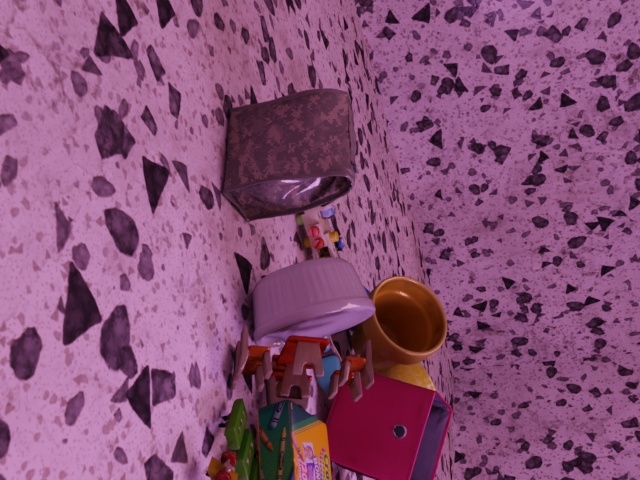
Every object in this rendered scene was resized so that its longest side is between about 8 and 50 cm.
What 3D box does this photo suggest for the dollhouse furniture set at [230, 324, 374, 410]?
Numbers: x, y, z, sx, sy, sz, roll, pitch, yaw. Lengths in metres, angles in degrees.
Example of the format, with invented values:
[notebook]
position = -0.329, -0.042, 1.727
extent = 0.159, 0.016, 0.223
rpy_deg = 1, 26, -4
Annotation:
[dollhouse furniture set]
position = -0.050, 0.253, 1.375
extent = 0.259, 0.262, 0.135
rpy_deg = 115, -21, -55

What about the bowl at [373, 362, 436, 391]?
[bowl]
position = 0.234, 0.508, 2.193
extent = 0.156, 0.289, 0.290
rpy_deg = -20, 105, -29

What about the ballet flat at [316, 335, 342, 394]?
[ballet flat]
position = 0.013, 0.298, 1.798
extent = 0.073, 0.080, 0.232
rpy_deg = -95, 174, -76

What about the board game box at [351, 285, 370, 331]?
[board game box]
position = 0.129, 0.229, 2.236
extent = 0.210, 0.047, 0.160
rpy_deg = 43, 42, -61

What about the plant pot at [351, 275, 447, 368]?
[plant pot]
position = 0.213, 0.270, 2.014
extent = 0.239, 0.254, 0.254
rpy_deg = 128, -28, -50

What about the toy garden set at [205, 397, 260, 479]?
[toy garden set]
position = -0.151, 0.448, 1.217
extent = 0.204, 0.049, 0.244
rpy_deg = -83, 162, -73

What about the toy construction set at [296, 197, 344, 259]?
[toy construction set]
position = 0.000, 0.000, 1.809
extent = 0.215, 0.151, 0.328
rpy_deg = -51, 140, -67

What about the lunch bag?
[lunch bag]
position = -0.053, -0.192, 1.477
extent = 0.169, 0.287, 0.235
rpy_deg = 53, 32, -56

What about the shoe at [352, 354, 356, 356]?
[shoe]
position = 0.131, 0.462, 2.079
extent = 0.058, 0.076, 0.219
rpy_deg = -40, 121, -76

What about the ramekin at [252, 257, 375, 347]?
[ramekin]
position = -0.026, 0.134, 1.464
extent = 0.273, 0.272, 0.127
rpy_deg = 31, 40, -68

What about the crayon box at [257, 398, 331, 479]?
[crayon box]
position = -0.046, 0.479, 1.327
extent = 0.165, 0.081, 0.278
rpy_deg = 48, 27, -47

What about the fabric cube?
[fabric cube]
position = 0.178, 0.510, 1.789
extent = 0.254, 0.258, 0.259
rpy_deg = -69, 152, -18
